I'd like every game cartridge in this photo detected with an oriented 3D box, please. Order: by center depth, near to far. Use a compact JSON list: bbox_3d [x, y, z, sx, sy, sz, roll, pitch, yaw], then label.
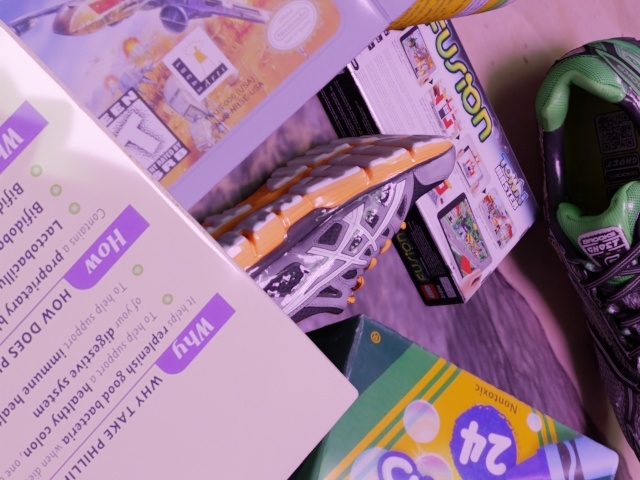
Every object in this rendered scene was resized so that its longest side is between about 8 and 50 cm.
[{"bbox_3d":[-0.092,-0.119,0.651,0.297,0.062,0.198,-43,123,-3],"label":"game cartridge"}]

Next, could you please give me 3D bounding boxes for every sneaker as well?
[{"bbox_3d":[0.000,0.000,0.810,0.215,0.084,0.083,-32,110,-28],"label":"sneaker"},{"bbox_3d":[0.221,0.025,0.989,0.146,0.134,0.344,-13,85,-55],"label":"sneaker"}]

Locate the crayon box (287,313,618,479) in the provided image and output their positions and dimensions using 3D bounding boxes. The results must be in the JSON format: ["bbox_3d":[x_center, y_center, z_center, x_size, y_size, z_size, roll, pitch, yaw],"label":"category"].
[{"bbox_3d":[0.040,0.232,0.781,0.203,0.083,0.323,29,64,-22],"label":"crayon box"}]

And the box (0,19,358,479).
[{"bbox_3d":[-0.147,0.056,0.578,0.213,0.117,0.243,-49,119,-11],"label":"box"}]

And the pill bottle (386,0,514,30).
[{"bbox_3d":[0.003,-0.182,0.785,0.245,0.136,0.136,-16,96,-32],"label":"pill bottle"}]

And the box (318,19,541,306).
[{"bbox_3d":[0.069,-0.072,0.920,0.114,0.036,0.207,-44,115,-40],"label":"box"}]
